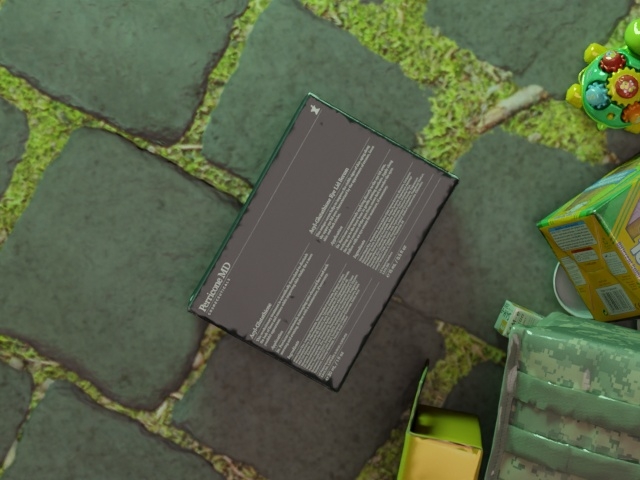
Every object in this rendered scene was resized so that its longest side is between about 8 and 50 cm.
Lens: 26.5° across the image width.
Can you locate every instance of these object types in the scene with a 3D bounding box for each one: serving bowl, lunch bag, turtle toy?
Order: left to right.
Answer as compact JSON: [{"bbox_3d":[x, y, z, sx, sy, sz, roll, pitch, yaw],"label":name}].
[{"bbox_3d":[0.296,0.044,1.505,0.083,0.027,0.083,0,93,-2],"label":"serving bowl"},{"bbox_3d":[0.286,0.235,1.318,0.235,0.169,0.287,13,100,27],"label":"lunch bag"},{"bbox_3d":[0.330,-0.179,1.472,0.095,0.066,0.130,23,92,-4],"label":"turtle toy"}]

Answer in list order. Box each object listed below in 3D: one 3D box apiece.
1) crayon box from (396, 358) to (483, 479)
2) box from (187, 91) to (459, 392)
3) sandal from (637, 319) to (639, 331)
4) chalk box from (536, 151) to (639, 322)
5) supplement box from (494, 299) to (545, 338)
[{"bbox_3d":[0.110,0.295,1.422,0.081,0.202,0.319,11,94,6],"label":"crayon box"},{"bbox_3d":[0.000,0.000,1.453,0.184,0.103,0.261,30,92,-7],"label":"box"},{"bbox_3d":[0.445,0.190,1.374,0.169,0.102,0.416,-37,55,20],"label":"sandal"},{"bbox_3d":[0.366,-0.026,1.439,0.213,0.132,0.132,-35,94,-19],"label":"chalk box"},{"bbox_3d":[0.245,0.104,1.489,0.098,0.062,0.036,24,93,-4],"label":"supplement box"}]
